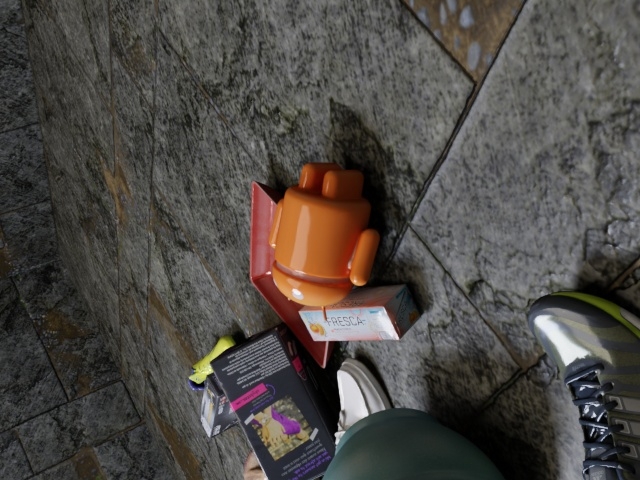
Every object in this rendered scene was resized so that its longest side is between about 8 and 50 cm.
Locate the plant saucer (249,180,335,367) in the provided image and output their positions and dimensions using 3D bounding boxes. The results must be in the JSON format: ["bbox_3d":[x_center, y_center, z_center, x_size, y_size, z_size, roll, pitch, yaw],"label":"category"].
[{"bbox_3d":[-0.039,0.055,1.235,0.259,0.048,0.258,47,146,35],"label":"plant saucer"}]

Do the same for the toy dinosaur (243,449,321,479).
[{"bbox_3d":[-0.111,0.553,1.545,0.200,0.127,0.295,-26,84,30],"label":"toy dinosaur"}]

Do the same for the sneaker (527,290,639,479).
[{"bbox_3d":[0.292,0.181,0.662,0.299,0.121,0.111,57,150,19],"label":"sneaker"}]

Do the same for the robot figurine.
[{"bbox_3d":[0.001,0.001,1.001,0.128,0.158,0.219,-77,-2,-75],"label":"robot figurine"}]

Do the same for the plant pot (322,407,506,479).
[{"bbox_3d":[0.119,0.363,0.977,0.196,0.293,0.293,-106,11,-57],"label":"plant pot"}]

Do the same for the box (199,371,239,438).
[{"bbox_3d":[-0.163,0.325,1.505,0.056,0.183,0.231,55,149,25],"label":"box"}]

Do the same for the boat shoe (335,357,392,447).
[{"bbox_3d":[0.072,0.340,1.194,0.098,0.096,0.276,1,111,60],"label":"boat shoe"}]

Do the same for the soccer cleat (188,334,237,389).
[{"bbox_3d":[-0.264,0.318,1.743,0.093,0.121,0.289,61,151,14],"label":"soccer cleat"}]

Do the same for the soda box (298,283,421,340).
[{"bbox_3d":[0.056,0.109,1.038,0.183,0.063,0.058,-9,113,46],"label":"soda box"}]

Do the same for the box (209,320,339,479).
[{"bbox_3d":[-0.072,0.303,1.304,0.270,0.143,0.165,64,-177,2],"label":"box"}]
